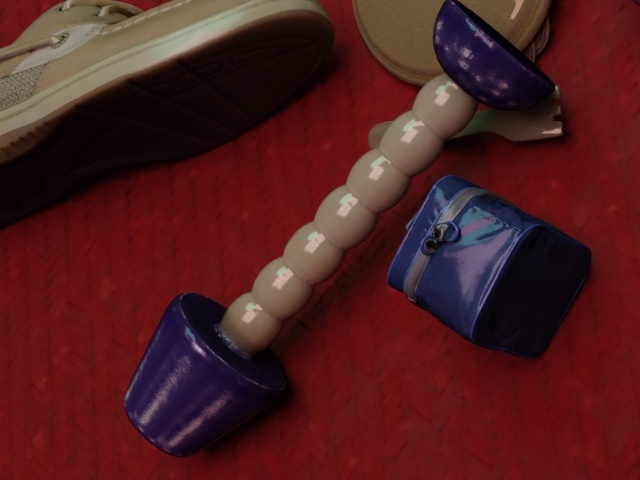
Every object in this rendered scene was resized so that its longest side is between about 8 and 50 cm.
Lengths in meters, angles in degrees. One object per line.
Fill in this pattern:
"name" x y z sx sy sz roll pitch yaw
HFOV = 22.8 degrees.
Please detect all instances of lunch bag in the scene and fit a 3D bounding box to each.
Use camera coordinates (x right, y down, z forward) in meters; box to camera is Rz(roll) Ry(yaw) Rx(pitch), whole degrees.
"lunch bag" 0.077 0.011 0.767 0.065 0.098 0.067 32 96 34

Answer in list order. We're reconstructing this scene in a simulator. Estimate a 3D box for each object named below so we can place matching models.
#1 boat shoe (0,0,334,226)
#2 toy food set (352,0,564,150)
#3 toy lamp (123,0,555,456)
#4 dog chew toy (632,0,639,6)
"boat shoe" -0.134 -0.093 0.907 0.302 0.109 0.098 -22 67 26
"toy food set" 0.078 -0.141 0.856 0.132 0.038 0.192 -6 82 31
"toy lamp" 0.000 0.000 0.812 0.275 0.080 0.080 -50 59 12
"dog chew toy" 0.246 -0.160 0.665 0.332 0.206 0.206 2 73 55
